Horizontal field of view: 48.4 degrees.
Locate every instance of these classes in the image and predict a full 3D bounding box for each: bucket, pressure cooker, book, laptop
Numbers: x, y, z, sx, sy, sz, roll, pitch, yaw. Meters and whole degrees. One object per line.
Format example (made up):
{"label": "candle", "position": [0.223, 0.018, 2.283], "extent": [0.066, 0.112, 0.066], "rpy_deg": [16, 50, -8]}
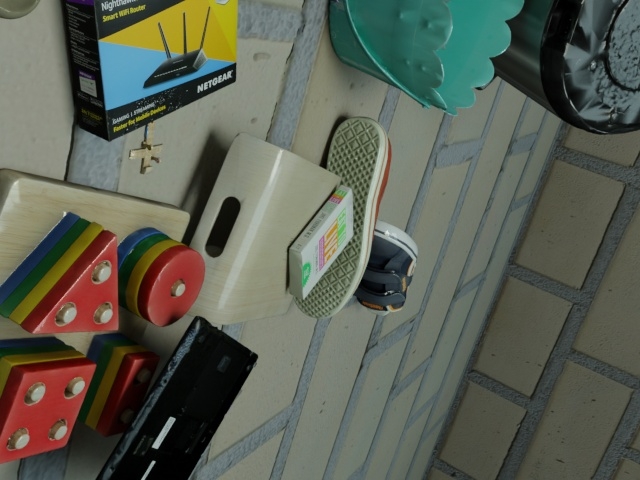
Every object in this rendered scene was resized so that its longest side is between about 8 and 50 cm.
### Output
{"label": "bucket", "position": [0.150, -0.330, 0.973], "extent": [0.281, 0.183, 0.281], "rpy_deg": [-46, 150, -38]}
{"label": "pressure cooker", "position": [0.433, -0.421, 1.201], "extent": [0.370, 0.420, 0.375], "rpy_deg": [-15, 128, -15]}
{"label": "book", "position": [0.000, 0.000, 0.999], "extent": [0.144, 0.035, 0.096], "rpy_deg": [-53, 156, -37]}
{"label": "laptop", "position": [-0.193, 0.203, 0.845], "extent": [0.234, 0.137, 0.264], "rpy_deg": [-60, 154, -12]}

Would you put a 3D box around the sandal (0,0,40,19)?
{"label": "sandal", "position": [-0.233, -0.206, 0.457], "extent": [0.072, 0.049, 0.180], "rpy_deg": [-61, 156, -10]}

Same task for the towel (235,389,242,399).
{"label": "towel", "position": [-0.155, 0.260, 1.125], "extent": [0.083, 0.009, 0.060], "rpy_deg": [-53, 155, -26]}

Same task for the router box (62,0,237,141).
{"label": "router box", "position": [-0.149, -0.186, 0.657], "extent": [0.179, 0.046, 0.133], "rpy_deg": [-40, 146, -44]}

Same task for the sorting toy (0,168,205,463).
{"label": "sorting toy", "position": [-0.229, 0.083, 0.698], "extent": [0.257, 0.089, 0.255], "rpy_deg": [11, 102, -66]}

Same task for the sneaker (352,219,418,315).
{"label": "sneaker", "position": [0.114, 0.061, 1.350], "extent": [0.127, 0.126, 0.321], "rpy_deg": [-66, 159, -13]}

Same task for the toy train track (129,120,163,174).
{"label": "toy train track", "position": [-0.171, -0.106, 0.729], "extent": [0.048, 0.014, 0.083], "rpy_deg": [-27, 136, -55]}

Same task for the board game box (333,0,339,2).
{"label": "board game box", "position": [0.006, -0.351, 0.776], "extent": [0.170, 0.048, 0.141], "rpy_deg": [-23, 134, -74]}

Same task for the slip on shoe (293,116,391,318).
{"label": "slip on shoe", "position": [0.041, -0.031, 1.128], "extent": [0.101, 0.123, 0.331], "rpy_deg": [-10, 117, -67]}

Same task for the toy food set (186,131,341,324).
{"label": "toy food set", "position": [-0.078, -0.013, 0.947], "extent": [0.219, 0.092, 0.306], "rpy_deg": [-67, 165, 4]}
